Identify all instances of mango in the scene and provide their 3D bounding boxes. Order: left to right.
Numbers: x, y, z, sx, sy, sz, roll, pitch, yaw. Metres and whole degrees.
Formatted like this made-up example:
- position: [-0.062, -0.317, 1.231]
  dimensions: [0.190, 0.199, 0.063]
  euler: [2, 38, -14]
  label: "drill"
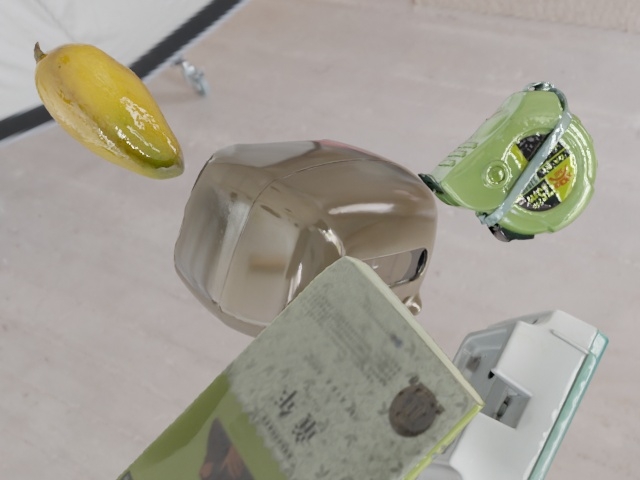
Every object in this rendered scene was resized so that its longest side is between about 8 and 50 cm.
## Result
- position: [-0.351, -0.216, 1.614]
  dimensions: [0.119, 0.317, 0.176]
  euler: [-41, 7, 32]
  label: "mango"

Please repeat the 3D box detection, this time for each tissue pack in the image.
- position: [0.000, 0.000, 1.437]
  dimensions: [0.276, 0.267, 0.387]
  euler: [29, 22, 30]
  label: "tissue pack"

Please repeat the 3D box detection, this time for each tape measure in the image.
- position: [0.220, -0.078, 1.049]
  dimensions: [0.177, 0.154, 0.087]
  euler: [-45, 11, -3]
  label: "tape measure"

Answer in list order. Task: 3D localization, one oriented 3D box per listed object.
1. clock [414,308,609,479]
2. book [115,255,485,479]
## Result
- position: [0.199, 0.205, 1.164]
  dimensions: [0.262, 0.116, 0.231]
  euler: [-59, 9, -14]
  label: "clock"
- position: [-0.037, 0.194, 0.884]
  dimensions: [0.352, 0.035, 0.239]
  euler: [-45, 43, 3]
  label: "book"
